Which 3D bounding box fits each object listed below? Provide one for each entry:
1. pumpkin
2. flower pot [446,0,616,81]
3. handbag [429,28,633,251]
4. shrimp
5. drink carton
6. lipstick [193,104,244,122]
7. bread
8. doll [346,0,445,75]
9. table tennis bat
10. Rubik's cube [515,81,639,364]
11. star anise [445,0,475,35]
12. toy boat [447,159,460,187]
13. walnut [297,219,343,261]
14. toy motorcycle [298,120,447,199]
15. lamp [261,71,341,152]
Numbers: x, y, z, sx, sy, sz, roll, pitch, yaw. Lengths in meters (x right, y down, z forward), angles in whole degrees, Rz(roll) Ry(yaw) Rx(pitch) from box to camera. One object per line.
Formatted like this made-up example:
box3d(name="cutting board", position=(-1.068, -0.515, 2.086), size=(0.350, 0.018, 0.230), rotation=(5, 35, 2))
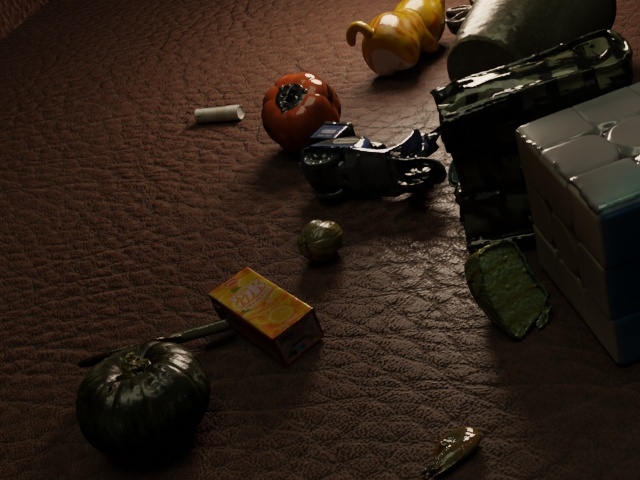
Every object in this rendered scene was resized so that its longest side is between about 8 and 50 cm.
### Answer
box3d(name="pumpkin", position=(-0.287, 0.250, 1.457), size=(0.224, 0.157, 0.223), rotation=(-12, 24, 6))
box3d(name="flower pot", position=(0.446, -0.451, 1.977), size=(0.294, 0.293, 0.330), rotation=(12, 50, 39))
box3d(name="handbag", position=(0.377, -0.157, 1.546), size=(0.327, 0.325, 0.162), rotation=(-13, 32, 9))
box3d(name="shrimp", position=(0.178, 0.297, 1.273), size=(0.108, 0.023, 0.059), rotation=(-32, 25, -17))
box3d(name="drink carton", position=(-0.100, 0.131, 1.609), size=(0.096, 0.071, 0.223), rotation=(-36, 36, -21))
box3d(name="lipstick", position=(-0.271, -0.336, 2.401), size=(0.141, 0.040, 0.040), rotation=(-1, 38, 28))
box3d(name="bread", position=(0.293, 0.080, 1.466), size=(0.103, 0.156, 0.110), rotation=(-24, 0, -19))
box3d(name="doll", position=(0.216, -0.531, 2.328), size=(0.167, 0.162, 0.269), rotation=(-5, 23, 47))
box3d(name="table tennis bat", position=(-0.293, 0.185, 1.605), size=(0.274, 0.021, 0.154), rotation=(-15, -9, -7))
box3d(name="Rubik's cube", position=(0.496, -0.045, 1.352), size=(0.290, 0.291, 0.291), rotation=(-21, 32, 0))
box3d(name="star anise", position=(0.437, -0.560, 2.300), size=(0.223, 0.109, 0.236), rotation=(-40, 55, -15))
box3d(name="toy boat", position=(0.366, -0.191, 1.789), size=(0.296, 0.122, 0.114), rotation=(-36, 60, -18))
box3d(name="walnut", position=(0.000, 0.000, 1.742), size=(0.092, 0.092, 0.092), rotation=(-14, 34, 9))
box3d(name="toy motorcycle", position=(0.118, -0.173, 1.889), size=(0.358, 0.125, 0.212), rotation=(8, 40, 34))
box3d(name="lamp", position=(-0.042, -0.293, 2.116), size=(0.188, 0.164, 0.187), rotation=(-12, 58, 20))
